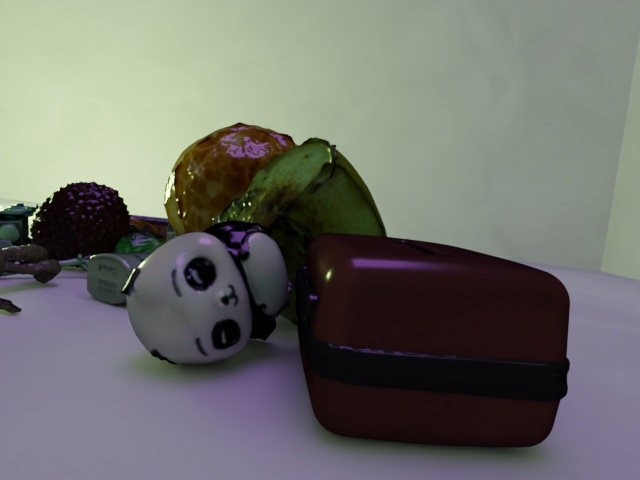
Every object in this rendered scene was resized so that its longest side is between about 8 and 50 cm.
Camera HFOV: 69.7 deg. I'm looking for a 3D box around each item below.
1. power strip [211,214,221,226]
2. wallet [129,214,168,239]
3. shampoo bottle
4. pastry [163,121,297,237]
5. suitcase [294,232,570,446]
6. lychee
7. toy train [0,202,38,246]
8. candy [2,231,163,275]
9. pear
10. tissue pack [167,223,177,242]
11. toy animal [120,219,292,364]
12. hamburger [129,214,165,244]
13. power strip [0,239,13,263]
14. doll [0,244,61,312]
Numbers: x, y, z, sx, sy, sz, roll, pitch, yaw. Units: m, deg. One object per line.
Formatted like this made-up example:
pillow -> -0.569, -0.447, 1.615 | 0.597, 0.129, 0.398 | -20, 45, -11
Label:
power strip -> -0.157, 0.028, 0.766 | 0.028, 0.169, 0.076 | 11, 6, 23
wallet -> -0.533, -0.019, 1.233 | 0.232, 0.119, 0.025 | 5, 36, -19
shampoo bottle -> -0.252, 0.056, 0.867 | 0.134, 0.078, 0.359 | 6, 4, 29
pastry -> -0.188, -0.100, 1.132 | 0.388, 0.388, 0.312 | 7, 4, 3
suitcase -> 0.088, 0.082, 0.495 | 0.236, 0.161, 0.297 | 5, 5, -6
lychee -> -0.499, -0.037, 0.971 | 0.188, 0.188, 0.188 | 7, 4, 0
toy train -> -0.734, -0.027, 1.040 | 0.163, 0.112, 0.203 | -2, 7, -28
candy -> -0.454, 0.042, 0.872 | 0.323, 0.097, 0.097 | -9, 14, -42
pear -> 0.000, 0.000, 0.708 | 0.255, 0.238, 0.164 | 38, 9, -31
tissue pack -> -0.484, -0.022, 1.539 | 0.185, 0.081, 0.257 | 10, 6, 32
toy animal -> -0.121, 0.069, 0.522 | 0.138, 0.166, 0.179 | -17, 5, 28
hamburger -> -0.480, -0.008, 1.143 | 0.189, 0.093, 0.164 | 21, -14, -20
power strip -> -0.663, 0.024, 0.797 | 0.167, 0.054, 0.253 | 7, 5, -9
doll -> -0.495, 0.016, 0.650 | 0.091, 0.202, 0.286 | -33, 17, -1
